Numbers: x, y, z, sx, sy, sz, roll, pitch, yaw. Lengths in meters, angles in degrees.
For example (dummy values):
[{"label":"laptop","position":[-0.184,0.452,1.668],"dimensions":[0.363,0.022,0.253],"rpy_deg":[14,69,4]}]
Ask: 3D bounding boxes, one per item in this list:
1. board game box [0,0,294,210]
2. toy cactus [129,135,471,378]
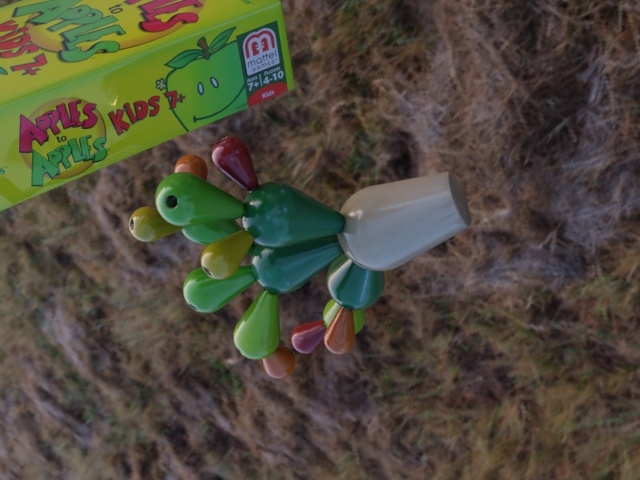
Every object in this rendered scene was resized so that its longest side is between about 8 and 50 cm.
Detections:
[{"label":"board game box","position":[-0.113,-0.065,0.396],"dimensions":[0.092,0.181,0.043],"rpy_deg":[40,149,45]},{"label":"toy cactus","position":[0.000,0.000,0.571],"dimensions":[0.181,0.112,0.219],"rpy_deg":[-20,137,20]}]
